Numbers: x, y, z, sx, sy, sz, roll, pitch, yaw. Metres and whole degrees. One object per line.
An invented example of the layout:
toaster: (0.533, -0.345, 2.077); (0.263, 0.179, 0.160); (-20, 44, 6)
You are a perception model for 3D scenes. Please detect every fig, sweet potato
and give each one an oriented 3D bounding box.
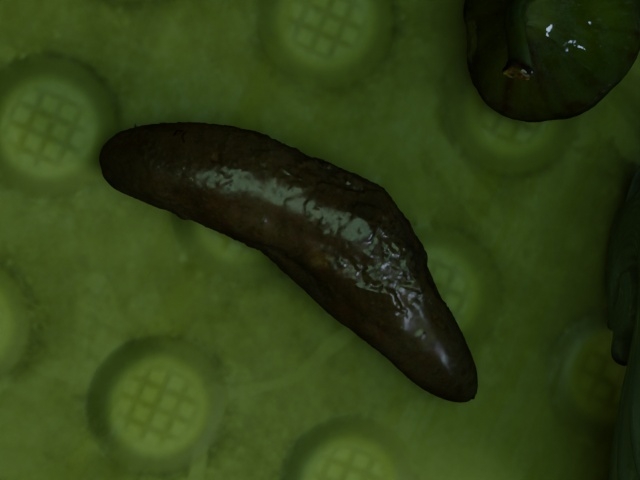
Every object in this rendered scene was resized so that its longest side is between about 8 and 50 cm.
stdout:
fig: (0.151, -0.151, 1.337); (0.149, 0.245, 0.149); (2, 98, 16)
sweet potato: (0.000, -0.004, 1.400); (0.341, 0.092, 0.114); (33, 112, -8)

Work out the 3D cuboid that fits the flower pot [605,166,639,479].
flower pot: (0.291, 0.121, 1.363); (0.165, 0.254, 0.367); (5, 91, -8)
